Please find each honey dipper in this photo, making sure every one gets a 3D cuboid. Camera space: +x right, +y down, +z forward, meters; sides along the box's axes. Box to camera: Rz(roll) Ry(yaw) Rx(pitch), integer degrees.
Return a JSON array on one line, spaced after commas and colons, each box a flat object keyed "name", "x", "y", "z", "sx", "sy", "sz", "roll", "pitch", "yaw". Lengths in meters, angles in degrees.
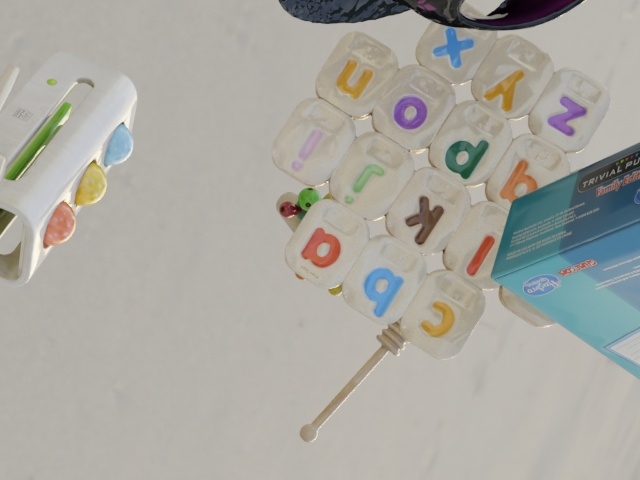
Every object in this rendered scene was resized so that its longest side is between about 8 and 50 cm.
[{"name": "honey dipper", "x": 0.036, "y": 0.138, "z": 1.426, "sx": 0.161, "sy": 0.030, "sz": 0.030, "roll": -47, "pitch": 163, "yaw": -3}]

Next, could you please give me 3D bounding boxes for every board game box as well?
[{"name": "board game box", "x": 0.333, "y": 0.048, "z": 1.030, "sx": 0.254, "sy": 0.336, "sz": 0.079, "roll": -26, "pitch": -143, "yaw": 51}]

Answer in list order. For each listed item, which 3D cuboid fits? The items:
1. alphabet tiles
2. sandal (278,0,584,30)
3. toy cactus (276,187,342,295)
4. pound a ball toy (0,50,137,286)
[{"name": "alphabet tiles", "x": 0.109, "y": -0.053, "z": 1.216, "sx": 0.278, "sy": 0.284, "sz": 0.021, "roll": -58, "pitch": 177, "yaw": -10}, {"name": "sandal", "x": 0.180, "y": -0.235, "z": 1.050, "sx": 0.167, "sy": 0.445, "sz": 0.107, "roll": 70, "pitch": 8, "yaw": -56}, {"name": "toy cactus", "x": 0.000, "y": 0.000, "z": 1.843, "sx": 0.112, "sy": 0.180, "sz": 0.219, "roll": -49, "pitch": 135, "yaw": -2}, {"name": "pound a ball toy", "x": -0.308, "y": -0.095, "z": 1.607, "sx": 0.319, "sy": 0.135, "sz": 0.208, "roll": -63, "pitch": 174, "yaw": -47}]
